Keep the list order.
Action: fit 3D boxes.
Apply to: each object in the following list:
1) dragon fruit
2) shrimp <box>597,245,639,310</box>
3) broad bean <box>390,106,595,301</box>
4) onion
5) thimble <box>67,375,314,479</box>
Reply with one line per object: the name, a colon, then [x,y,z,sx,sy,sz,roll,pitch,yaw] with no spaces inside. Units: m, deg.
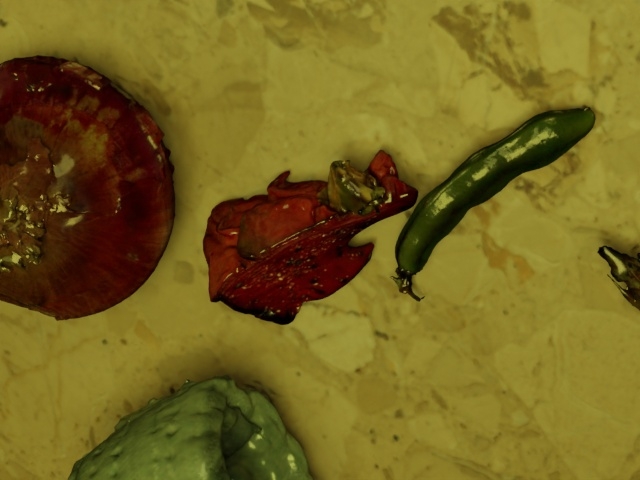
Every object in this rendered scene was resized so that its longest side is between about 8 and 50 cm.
dragon fruit: [-0.004,0.003,1.517,0.192,0.092,0.122,-25,100,13]
shrimp: [0.338,0.027,1.504,0.195,0.035,0.148,37,109,-9]
broad bean: [0.135,-0.041,1.515,0.069,0.039,0.227,34,112,-31]
onion: [-0.238,-0.041,1.505,0.230,0.163,0.230,2,98,14]
thimble: [-0.104,0.247,1.531,0.172,0.205,0.250,-26,67,20]
